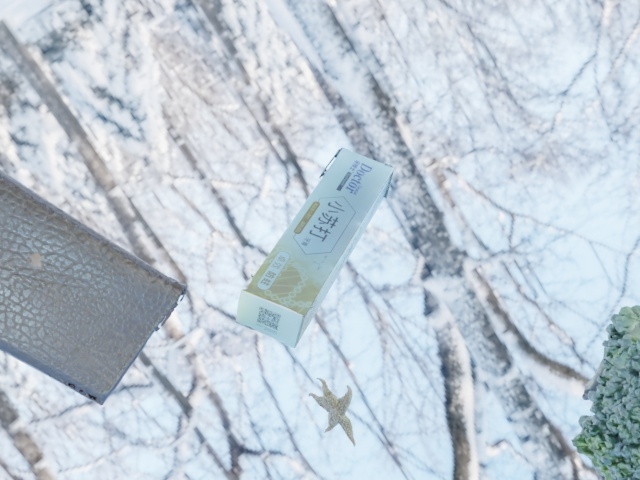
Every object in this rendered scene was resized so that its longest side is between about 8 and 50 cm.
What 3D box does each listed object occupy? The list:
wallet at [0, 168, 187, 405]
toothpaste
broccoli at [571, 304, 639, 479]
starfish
[{"bbox_3d":[-0.247,0.028,0.795,0.132,0.243,0.039,-55,-157,0],"label":"wallet"},{"bbox_3d":[0.000,0.000,1.207,0.089,0.071,0.313,22,-136,11],"label":"toothpaste"},{"bbox_3d":[0.466,0.224,1.099,0.339,0.277,0.317,3,-154,9],"label":"broccoli"},{"bbox_3d":[0.021,0.202,1.134,0.016,0.086,0.092,-30,159,-42],"label":"starfish"}]
